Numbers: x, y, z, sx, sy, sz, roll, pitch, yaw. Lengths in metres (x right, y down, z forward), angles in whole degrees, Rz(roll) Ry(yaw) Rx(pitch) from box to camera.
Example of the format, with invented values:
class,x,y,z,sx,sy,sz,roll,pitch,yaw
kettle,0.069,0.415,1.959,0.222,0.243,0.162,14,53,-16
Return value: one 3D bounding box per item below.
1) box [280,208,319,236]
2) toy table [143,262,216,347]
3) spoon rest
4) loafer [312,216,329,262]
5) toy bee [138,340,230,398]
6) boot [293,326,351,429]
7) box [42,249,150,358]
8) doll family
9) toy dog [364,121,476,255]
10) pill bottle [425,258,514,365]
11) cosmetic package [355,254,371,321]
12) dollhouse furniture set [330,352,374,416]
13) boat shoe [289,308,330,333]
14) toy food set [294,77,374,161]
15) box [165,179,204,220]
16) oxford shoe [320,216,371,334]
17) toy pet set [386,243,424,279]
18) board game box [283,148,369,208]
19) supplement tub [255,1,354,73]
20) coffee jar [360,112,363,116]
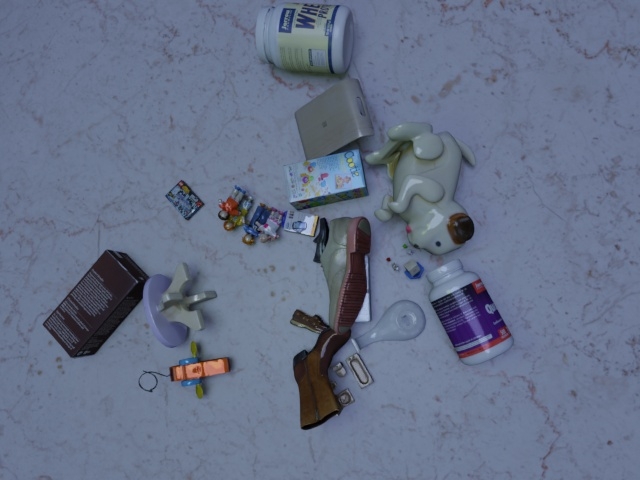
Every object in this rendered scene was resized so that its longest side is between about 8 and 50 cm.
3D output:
class,x,y,z,sx,sy,sz,roll,pitch,yaw
box,-0.079,-0.066,1.790,0.136,0.028,0.081,13,84,14
toy table,-0.514,0.230,1.735,0.160,0.252,0.274,-26,87,23
spoon rest,0.235,0.306,1.664,0.276,0.084,0.137,-24,79,-7
loafer,0.000,0.000,1.750,0.061,0.062,0.170,-3,80,15
toy bee,-0.484,0.464,1.743,0.298,0.162,0.195,15,76,-13
boot,0.017,0.439,1.568,0.264,0.280,0.096,-34,122,13
box,-0.845,0.240,1.832,0.191,0.143,0.381,42,93,13
doll family,-0.267,-0.074,1.795,0.263,0.118,0.163,30,79,-2
toy dog,0.364,-0.148,1.625,0.395,0.284,0.408,-5,77,-27
pill bottle,0.476,0.230,1.567,0.181,0.181,0.323,-27,79,6
cosmetic package,0.119,0.171,1.691,0.117,0.085,0.231,-4,83,9
dollhouse furniture set,0.092,0.487,1.630,0.151,0.123,0.144,-31,78,5
boat shoe,-0.020,0.295,1.709,0.178,0.064,0.060,16,87,15
toy food set,0.044,-0.415,1.732,0.306,0.092,0.220,-23,76,39
box,-0.535,-0.159,1.886,0.094,0.027,0.137,-44,77,1
oxford shoe,0.071,0.114,1.620,0.146,0.140,0.397,5,80,35
toy pet set,0.317,0.078,1.693,0.122,0.065,0.114,-38,43,0
board game box,0.023,-0.215,1.733,0.275,0.142,0.144,-11,80,9
supplement tub,-0.054,-0.749,1.774,0.324,0.235,0.236,9,84,11
coffee jar,0.097,-0.480,1.781,0.079,0.096,0.184,-32,77,2
